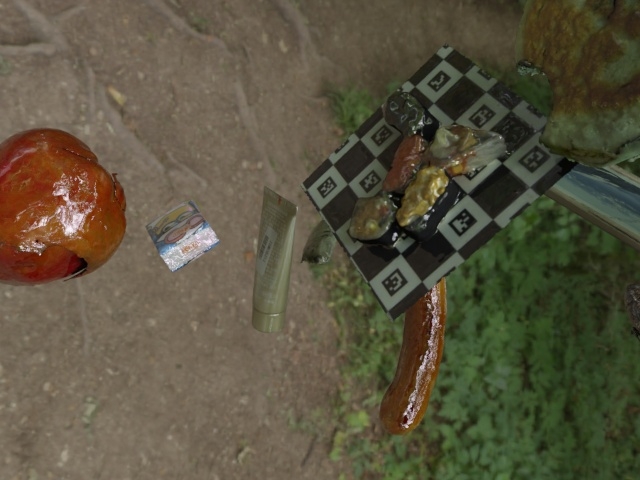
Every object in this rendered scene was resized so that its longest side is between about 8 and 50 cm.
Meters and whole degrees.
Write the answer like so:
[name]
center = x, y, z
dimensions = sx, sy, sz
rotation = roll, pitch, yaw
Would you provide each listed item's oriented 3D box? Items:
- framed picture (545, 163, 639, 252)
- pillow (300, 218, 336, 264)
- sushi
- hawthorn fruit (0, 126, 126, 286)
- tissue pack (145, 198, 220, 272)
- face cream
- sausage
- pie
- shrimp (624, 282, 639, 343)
[framed picture]
center = 0.533, -0.086, 1.145
dimensions = 0.247, 0.335, 0.022
rotation = -11, 128, -30
[pillow]
center = -0.001, 0.001, 1.486
dimensions = 0.051, 0.093, 0.241
rotation = 54, 25, -20
[sushi]
center = 0.135, -0.120, 0.910
dimensions = 0.064, 0.343, 0.359
rotation = 37, 15, -43
[hawthorn fruit]
center = -0.267, -0.022, 0.569
dimensions = 0.172, 0.148, 0.148
rotation = -33, 133, -23
[tissue pack]
center = -0.282, -0.015, 1.258
dimensions = 0.115, 0.155, 0.065
rotation = -34, 121, -9
[face cream]
center = -0.110, 0.054, 1.450
dimensions = 0.084, 0.137, 0.341
rotation = -11, 120, -35
[sausage]
center = 0.169, 0.188, 1.082
dimensions = 0.103, 0.076, 0.302
rotation = 16, 81, -40
[pie]
center = 0.343, -0.233, 0.702
dimensions = 0.067, 0.302, 0.302
rotation = 0, 96, -32
[shrimp]
center = 0.470, 0.124, 0.862
dimensions = 0.056, 0.065, 0.165
rotation = -51, -146, 38
